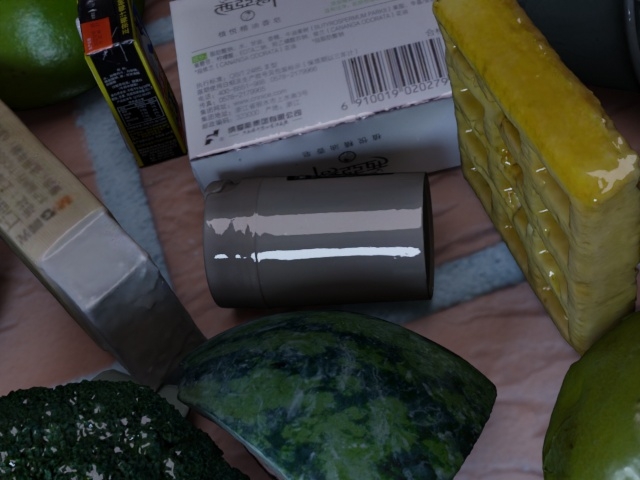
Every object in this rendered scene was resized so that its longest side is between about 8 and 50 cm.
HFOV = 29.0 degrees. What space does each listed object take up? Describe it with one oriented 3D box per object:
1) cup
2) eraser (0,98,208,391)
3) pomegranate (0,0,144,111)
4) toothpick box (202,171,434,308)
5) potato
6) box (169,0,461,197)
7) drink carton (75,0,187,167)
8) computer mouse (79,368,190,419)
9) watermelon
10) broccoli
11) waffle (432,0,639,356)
[{"bbox_3d":[0.240,-0.211,1.083,0.150,0.199,0.199,3,57,36],"label":"cup"},{"bbox_3d":[-0.235,-0.022,1.052,0.078,0.144,0.343,-41,54,-12],"label":"eraser"},{"bbox_3d":[-0.286,-0.301,1.196,0.358,0.216,0.310,-26,61,6],"label":"pomegranate"},{"bbox_3d":[0.000,0.000,1.024,0.180,0.111,0.111,-2,58,10],"label":"toothpick box"},{"bbox_3d":[0.272,0.121,0.865,0.253,0.148,0.186,-33,60,-10],"label":"potato"},{"bbox_3d":[0.007,-0.146,1.115,0.260,0.111,0.195,-14,56,6],"label":"box"},{"bbox_3d":[-0.171,-0.144,1.118,0.056,0.166,0.071,-18,56,1],"label":"drink carton"},{"bbox_3d":[-0.154,0.139,1.015,0.110,0.032,0.056,14,50,27],"label":"computer mouse"},{"bbox_3d":[0.000,0.131,0.921,0.260,0.256,0.176,40,117,22],"label":"watermelon"},{"bbox_3d":[-0.172,0.233,0.856,0.297,0.297,0.297,26,105,26],"label":"broccoli"},{"bbox_3d":[0.166,-0.049,0.936,0.055,0.248,0.221,-24,55,-4],"label":"waffle"}]
